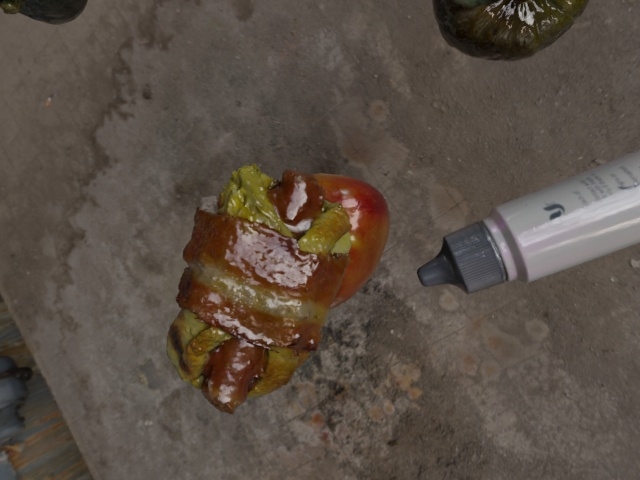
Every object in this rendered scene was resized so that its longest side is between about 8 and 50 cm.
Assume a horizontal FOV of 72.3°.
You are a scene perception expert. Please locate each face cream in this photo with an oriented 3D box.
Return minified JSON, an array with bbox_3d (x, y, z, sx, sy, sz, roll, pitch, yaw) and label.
[{"bbox_3d":[0.252,-0.014,0.463,0.311,0.092,0.092,-24,86,11],"label":"face cream"}]

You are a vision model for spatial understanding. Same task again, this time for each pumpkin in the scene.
[{"bbox_3d":[0.266,-0.351,0.602,0.219,0.162,0.219,-1,125,-1],"label":"pumpkin"},{"bbox_3d":[-0.431,-0.391,0.639,0.167,0.167,0.125,25,111,20],"label":"pumpkin"}]

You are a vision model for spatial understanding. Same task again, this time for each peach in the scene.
[{"bbox_3d":[0.000,0.000,0.696,0.199,0.243,0.243,48,112,11],"label":"peach"}]

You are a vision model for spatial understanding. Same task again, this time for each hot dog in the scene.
[{"bbox_3d":[-0.048,0.040,0.378,0.103,0.146,0.213,-2,72,62],"label":"hot dog"}]

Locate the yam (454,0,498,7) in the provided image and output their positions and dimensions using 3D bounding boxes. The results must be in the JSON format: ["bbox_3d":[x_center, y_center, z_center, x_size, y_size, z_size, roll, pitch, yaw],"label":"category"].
[{"bbox_3d":[0.148,-0.238,0.351,0.068,0.169,0.068,22,137,22],"label":"yam"}]
